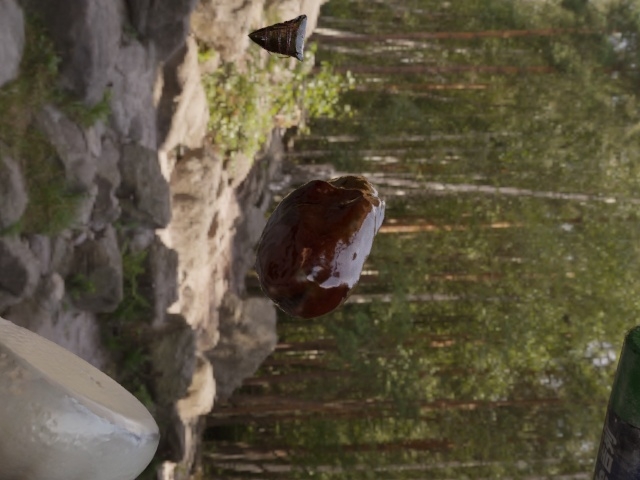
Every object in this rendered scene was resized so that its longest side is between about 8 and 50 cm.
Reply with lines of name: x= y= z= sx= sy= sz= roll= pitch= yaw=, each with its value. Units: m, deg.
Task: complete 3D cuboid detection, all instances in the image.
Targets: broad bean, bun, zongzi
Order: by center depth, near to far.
bun: x=-0.172 y=0.114 z=0.456 sx=0.094 sy=0.138 sz=0.138 roll=-55 pitch=179 yaw=-12
broad bean: x=-0.001 y=-0.003 z=0.930 sx=0.156 sy=0.122 sz=0.229 roll=-36 pitch=-157 yaw=43
zongzi: x=-0.061 y=-0.290 z=1.105 sx=0.073 sy=0.083 sz=0.067 roll=-100 pitch=-167 yaw=-85

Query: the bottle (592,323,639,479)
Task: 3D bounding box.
bottle: x=0.394 y=0.260 z=0.946 sx=0.093 sy=0.093 sz=0.330 roll=-103 pitch=-169 yaw=-62
